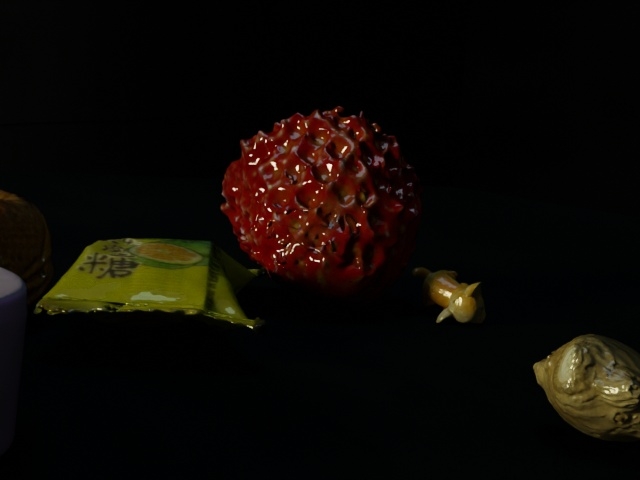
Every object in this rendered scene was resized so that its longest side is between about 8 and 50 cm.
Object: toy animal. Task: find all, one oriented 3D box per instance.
[{"bbox_3d":[0.133,0.055,1.226,0.081,0.060,0.083,43,3,-5],"label":"toy animal"}]

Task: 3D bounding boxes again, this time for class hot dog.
[{"bbox_3d":[-0.343,0.014,1.011,0.196,0.122,0.272,8,3,17],"label":"hot dog"}]

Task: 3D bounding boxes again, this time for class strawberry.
[{"bbox_3d":[0.000,0.000,1.255,0.234,0.234,0.178,4,38,-1],"label":"strawberry"}]

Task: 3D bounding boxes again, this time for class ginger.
[{"bbox_3d":[0.207,0.104,0.824,0.096,0.067,0.165,10,-4,43],"label":"ginger"}]

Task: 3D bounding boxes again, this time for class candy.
[{"bbox_3d":[-0.136,0.040,1.061,0.187,0.081,0.297,4,4,-5],"label":"candy"}]

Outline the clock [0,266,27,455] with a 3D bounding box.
[{"bbox_3d":[-0.336,0.064,0.656,0.339,0.102,0.338,4,8,-1],"label":"clock"}]
